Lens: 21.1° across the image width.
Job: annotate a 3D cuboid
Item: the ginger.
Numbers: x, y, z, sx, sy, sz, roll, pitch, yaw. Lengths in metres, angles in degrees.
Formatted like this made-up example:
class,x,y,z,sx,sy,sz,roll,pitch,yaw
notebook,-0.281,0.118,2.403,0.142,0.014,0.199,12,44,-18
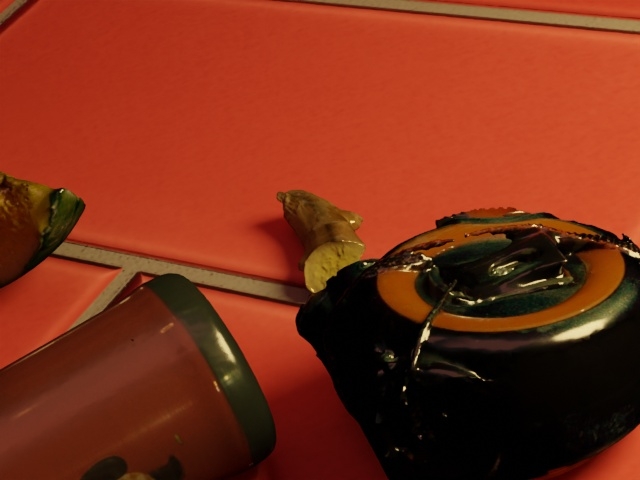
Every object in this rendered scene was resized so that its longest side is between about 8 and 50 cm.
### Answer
class,x,y,z,sx,sy,sz,roll,pitch,yaw
ginger,0.006,0.000,1.323,0.057,0.044,0.137,-33,34,7

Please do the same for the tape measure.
class,x,y,z,sx,sy,sz,roll,pitch,yaw
tape measure,0.112,0.064,1.117,0.223,0.135,0.202,-17,27,-9

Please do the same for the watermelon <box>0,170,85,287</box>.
class,x,y,z,sx,sy,sz,roll,pitch,yaw
watermelon,-0.308,-0.032,1.409,0.301,0.129,0.123,16,49,29

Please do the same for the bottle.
class,x,y,z,sx,sy,sz,roll,pitch,yaw
bottle,-0.203,0.159,1.115,0.336,0.144,0.144,-29,38,-14
